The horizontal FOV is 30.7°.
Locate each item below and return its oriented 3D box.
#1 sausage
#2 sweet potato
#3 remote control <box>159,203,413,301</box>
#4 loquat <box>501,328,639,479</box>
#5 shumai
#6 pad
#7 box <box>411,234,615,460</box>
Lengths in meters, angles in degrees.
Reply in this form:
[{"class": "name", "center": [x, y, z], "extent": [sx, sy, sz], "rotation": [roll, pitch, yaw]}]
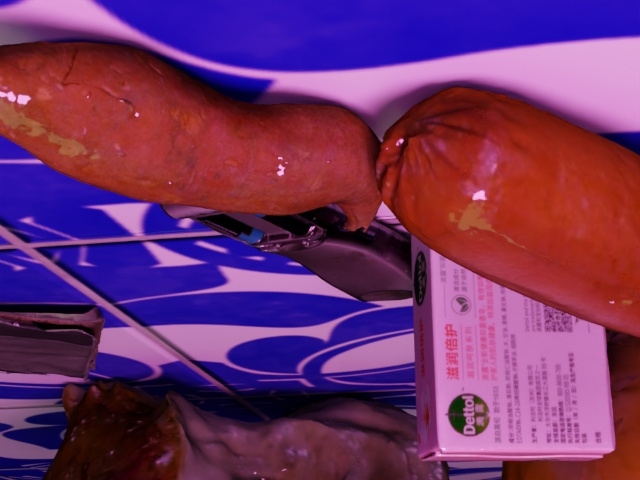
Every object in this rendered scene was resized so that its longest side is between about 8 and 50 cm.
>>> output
[{"class": "sausage", "center": [0.107, -0.006, 0.476], "extent": [0.198, 0.076, 0.076], "rotation": [21, 153, -32]}, {"class": "sweet potato", "center": [-0.047, -0.038, 0.428], "extent": [0.202, 0.058, 0.055], "rotation": [9, 118, -41]}, {"class": "remote control", "center": [0.000, 0.000, 0.585], "extent": [0.059, 0.028, 0.212], "rotation": [-12, 159, 28]}, {"class": "loquat", "center": [0.243, 0.160, 0.732], "extent": [0.263, 0.263, 0.263], "rotation": [-1, 163, 0]}, {"class": "shumai", "center": [-0.106, 0.261, 1.032], "extent": [0.323, 0.324, 0.397], "rotation": [29, 144, -31]}, {"class": "pad", "center": [-0.268, 0.068, 0.802], "extent": [0.233, 0.022, 0.174], "rotation": [4, 162, -13]}, {"class": "box", "center": [0.093, 0.046, 0.578], "extent": [0.089, 0.125, 0.043], "rotation": [3, 163, -9]}]
